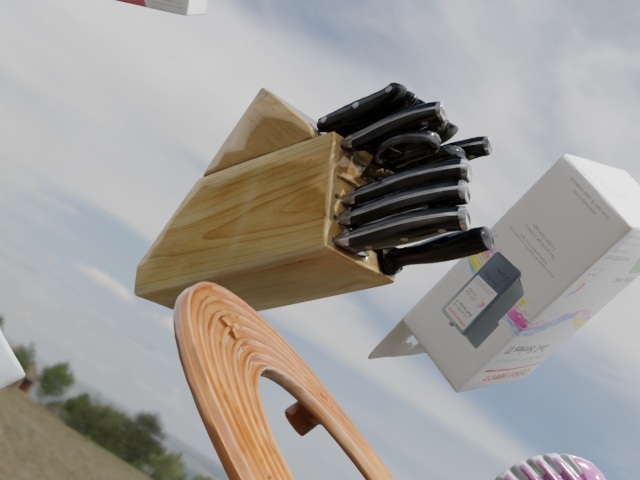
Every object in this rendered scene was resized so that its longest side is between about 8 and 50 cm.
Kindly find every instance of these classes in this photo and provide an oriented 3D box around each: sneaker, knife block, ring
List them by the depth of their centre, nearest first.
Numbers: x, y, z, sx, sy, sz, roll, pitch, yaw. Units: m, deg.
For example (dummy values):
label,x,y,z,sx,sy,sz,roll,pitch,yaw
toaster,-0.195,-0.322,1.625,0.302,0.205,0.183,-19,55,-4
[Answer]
label,x,y,z,sx,sy,sz,roll,pitch,yaw
ring,0.023,0.165,0.499,0.337,0.032,0.336,55,3,-4
knife block,0.000,0.000,0.738,0.088,0.276,0.242,28,13,-43
sneaker,0.183,0.298,0.987,0.095,0.236,0.104,61,-10,23

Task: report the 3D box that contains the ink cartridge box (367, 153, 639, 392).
label,x,y,z,sx,sy,sz,roll,pitch,yaw
ink cartridge box,0.244,0.069,1.169,0.207,0.353,0.119,3,45,-54

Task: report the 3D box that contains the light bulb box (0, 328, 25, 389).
label,x,y,z,sx,sy,sz,roll,pitch,yaw
light bulb box,-0.462,0.067,0.738,0.358,0.361,0.225,13,-51,66

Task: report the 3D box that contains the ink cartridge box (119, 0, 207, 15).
label,x,y,z,sx,sy,sz,roll,pitch,yaw
ink cartridge box,-0.182,-0.373,1.127,0.115,0.198,0.067,14,16,11
